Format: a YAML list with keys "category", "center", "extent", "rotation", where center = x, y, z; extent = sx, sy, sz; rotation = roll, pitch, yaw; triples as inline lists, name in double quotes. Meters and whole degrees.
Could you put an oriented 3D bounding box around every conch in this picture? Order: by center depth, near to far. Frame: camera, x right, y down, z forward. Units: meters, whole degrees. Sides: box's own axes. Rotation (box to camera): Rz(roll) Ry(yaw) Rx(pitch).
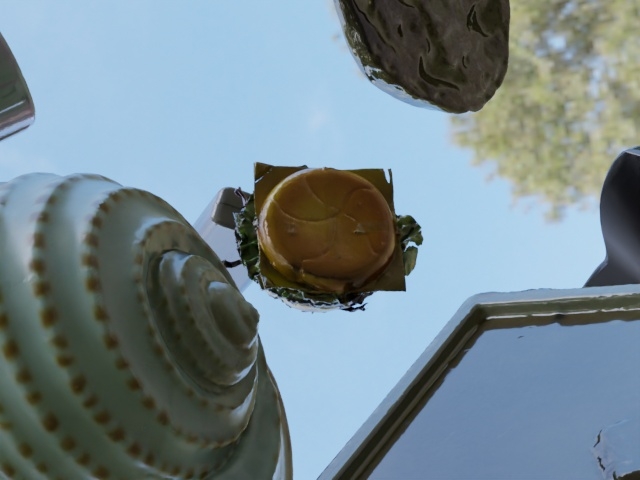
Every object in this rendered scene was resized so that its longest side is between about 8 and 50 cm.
- category: "conch"
  center: [-0.146, 0.093, 0.923]
  extent: [0.303, 0.319, 0.215]
  rotation: [51, -124, -30]

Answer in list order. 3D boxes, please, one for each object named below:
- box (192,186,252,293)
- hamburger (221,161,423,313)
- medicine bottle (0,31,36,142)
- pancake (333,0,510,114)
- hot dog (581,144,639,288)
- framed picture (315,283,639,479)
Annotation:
- category: "box"
  center: [-0.115, 0.007, 1.944]
  extent: [0.103, 0.243, 0.055]
  rotation: [20, -113, -11]
- category: "hamburger"
  center: [0.004, 0.002, 1.493]
  extent: [0.093, 0.190, 0.164]
  rotation: [107, 172, -59]
- category: "medicine bottle"
  center: [-0.373, -0.133, 1.470]
  extent: [0.168, 0.135, 0.135]
  rotation: [-29, -69, -15]
- category: "pancake"
  center: [0.121, -0.279, 1.831]
  extent: [0.294, 0.049, 0.294]
  rotation: [13, -110, -40]
- category: "hot dog"
  center: [0.266, 0.086, 1.003]
  extent: [0.107, 0.194, 0.326]
  rotation: [-28, -38, -32]
- category: "framed picture"
  center: [0.142, 0.072, 0.564]
  extent: [0.232, 0.315, 0.024]
  rotation: [-44, -61, -46]
